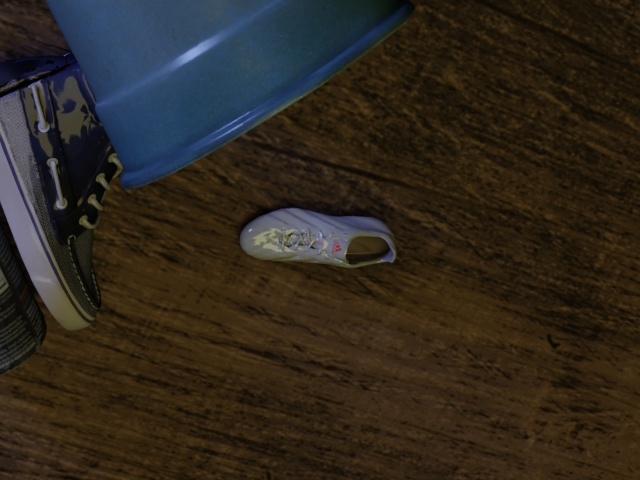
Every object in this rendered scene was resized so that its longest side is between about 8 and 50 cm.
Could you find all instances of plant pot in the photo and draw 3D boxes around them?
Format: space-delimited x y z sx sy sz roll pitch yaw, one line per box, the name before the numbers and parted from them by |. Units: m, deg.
plant pot | -0.135 -0.281 1.579 0.341 0.341 0.334 -31 102 0

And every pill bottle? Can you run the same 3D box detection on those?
pill bottle | -0.412 0.029 1.839 0.130 0.130 0.246 -22 121 -6

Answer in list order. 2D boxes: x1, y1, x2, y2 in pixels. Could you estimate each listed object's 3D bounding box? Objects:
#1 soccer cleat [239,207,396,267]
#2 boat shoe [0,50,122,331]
soccer cleat | 0.000 0.000 1.986 0.196 0.076 0.068 -1 117 -17
boat shoe | -0.275 -0.058 1.835 0.158 0.127 0.341 -18 121 1
